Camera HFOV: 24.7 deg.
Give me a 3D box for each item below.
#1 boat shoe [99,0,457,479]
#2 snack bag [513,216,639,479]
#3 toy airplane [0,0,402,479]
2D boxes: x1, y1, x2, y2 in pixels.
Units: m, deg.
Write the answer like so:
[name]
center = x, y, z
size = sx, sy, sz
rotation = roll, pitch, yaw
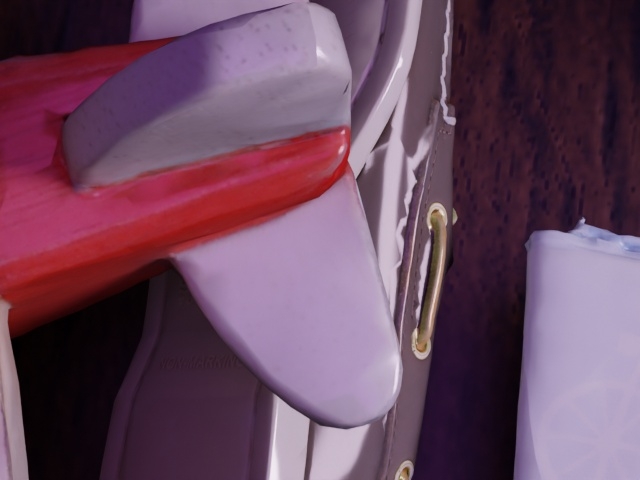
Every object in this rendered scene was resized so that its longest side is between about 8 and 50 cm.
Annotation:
[boat shoe]
center = 0.000, 0.000, 0.576
size = 0.117, 0.097, 0.324
rotation = -2, 72, 41
[snack bag]
center = 0.218, 0.172, 0.510
size = 0.323, 0.037, 0.342
rotation = 7, 79, 0
[toy airplane]
center = -0.168, 0.001, 0.437
size = 0.386, 0.272, 0.384
rotation = 31, 96, 21
